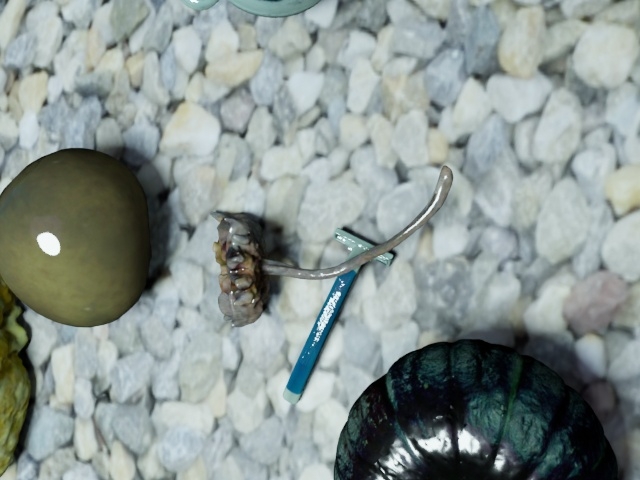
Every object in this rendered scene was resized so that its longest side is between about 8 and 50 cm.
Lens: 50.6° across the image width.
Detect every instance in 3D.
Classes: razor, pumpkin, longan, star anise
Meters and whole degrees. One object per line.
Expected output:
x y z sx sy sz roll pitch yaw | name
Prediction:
0.004 0.086 0.703 0.068 0.037 0.191 27 96 12 | razor
0.127 0.214 0.562 0.247 0.248 0.248 0 90 15 | pumpkin
-0.256 -0.003 0.711 0.189 0.189 0.189 0 90 15 | longan
0.000 0.000 0.685 0.227 0.219 0.148 -2 52 -6 | star anise

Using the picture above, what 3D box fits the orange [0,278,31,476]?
-0.494 0.129 0.754 0.270 0.210 0.369 -9 90 12 | orange

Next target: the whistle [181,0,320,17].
-0.018 -0.318 0.661 0.289 0.163 0.163 -36 81 -2 | whistle
